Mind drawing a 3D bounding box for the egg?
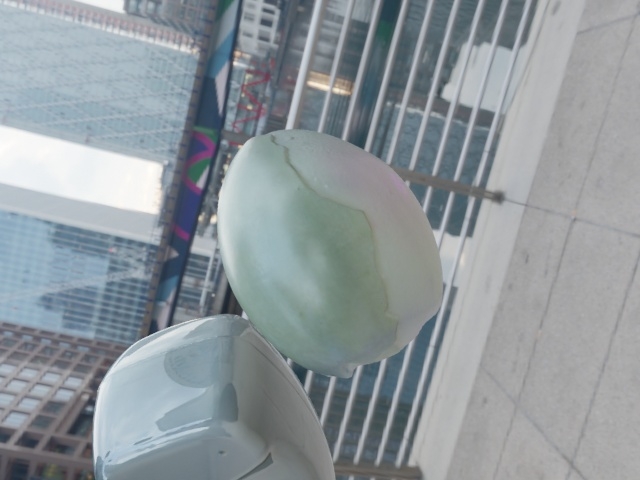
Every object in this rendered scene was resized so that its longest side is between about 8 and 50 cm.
[{"bbox_3d":[0.000,0.000,0.562,0.183,0.217,0.183,-33,4,3],"label":"egg"}]

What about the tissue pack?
[{"bbox_3d":[-0.119,0.252,0.806,0.236,0.230,0.333,-100,-13,-55],"label":"tissue pack"}]
